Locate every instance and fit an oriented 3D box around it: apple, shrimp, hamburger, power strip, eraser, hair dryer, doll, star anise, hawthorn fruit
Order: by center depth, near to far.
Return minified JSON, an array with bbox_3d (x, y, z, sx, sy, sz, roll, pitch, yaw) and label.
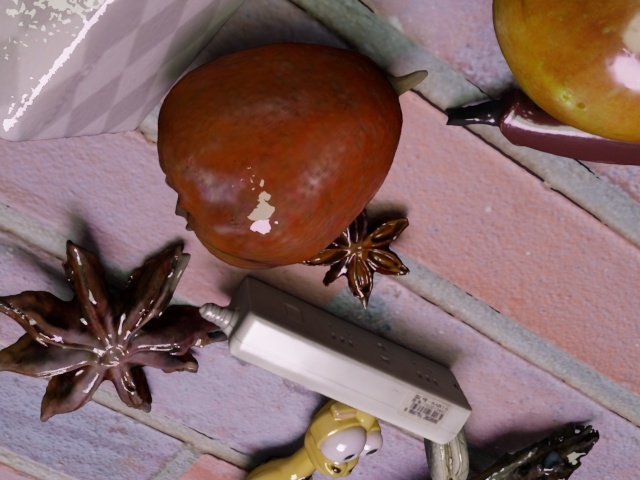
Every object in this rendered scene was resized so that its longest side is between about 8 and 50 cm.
[{"bbox_3d":[-0.098,-0.233,0.600,0.397,0.213,0.082,-43,84,23],"label":"eraser"},{"bbox_3d":[0.243,-0.182,0.613,0.237,0.207,0.236,0,92,-2],"label":"apple"},{"bbox_3d":[-0.016,-0.089,0.717,0.251,0.199,0.199,-32,124,-6],"label":"hawthorn fruit"},{"bbox_3d":[0.283,-0.066,0.792,0.341,0.123,0.312,7,139,8],"label":"hair dryer"},{"bbox_3d":[0.000,0.000,0.851,0.191,0.070,0.097,17,99,-10],"label":"star anise"},{"bbox_3d":[-0.230,0.108,0.921,0.288,0.088,0.288,-8,130,-10],"label":"star anise"},{"bbox_3d":[0.023,0.131,0.922,0.338,0.098,0.058,25,109,-18],"label":"power strip"},{"bbox_3d":[0.156,0.255,1.030,0.054,0.084,0.121,-2,126,4],"label":"hamburger"},{"bbox_3d":[-0.011,0.276,1.049,0.117,0.086,0.291,8,135,-46],"label":"doll"},{"bbox_3d":[0.207,0.395,1.108,0.445,0.085,0.272,-46,139,15],"label":"shrimp"}]
